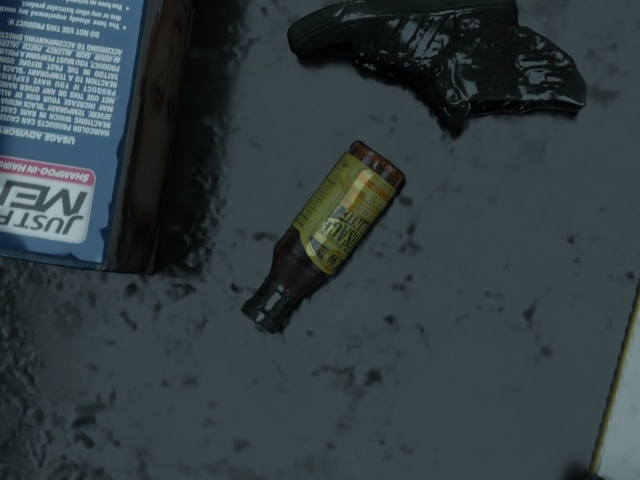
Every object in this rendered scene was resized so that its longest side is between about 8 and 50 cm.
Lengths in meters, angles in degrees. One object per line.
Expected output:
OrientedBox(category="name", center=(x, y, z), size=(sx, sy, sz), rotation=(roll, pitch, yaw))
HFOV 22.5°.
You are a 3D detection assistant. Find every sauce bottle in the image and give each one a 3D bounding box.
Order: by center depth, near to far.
OrientedBox(category="sauce bottle", center=(0.000, 0.000, 0.982), size=(0.042, 0.042, 0.128), rotation=(35, 92, 5))

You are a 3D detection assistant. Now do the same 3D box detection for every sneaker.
OrientedBox(category="sneaker", center=(0.070, -0.105, 0.975), size=(0.170, 0.051, 0.089), rotation=(-11, 82, 1))

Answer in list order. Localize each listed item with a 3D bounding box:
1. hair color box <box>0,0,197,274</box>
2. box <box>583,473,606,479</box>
OrientedBox(category="hair color box", center=(-0.130, -0.158, 0.932), size=(0.105, 0.174, 0.347), rotation=(9, 89, 3))
OrientedBox(category="box", center=(0.173, 0.202, 0.929), size=(0.087, 0.102, 0.101), rotation=(27, 91, 8))
